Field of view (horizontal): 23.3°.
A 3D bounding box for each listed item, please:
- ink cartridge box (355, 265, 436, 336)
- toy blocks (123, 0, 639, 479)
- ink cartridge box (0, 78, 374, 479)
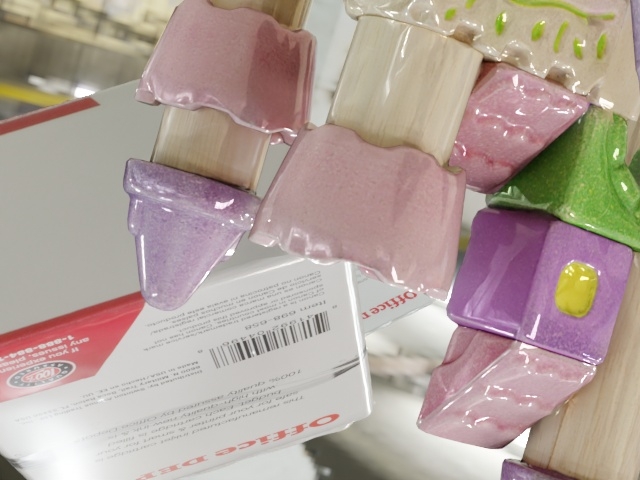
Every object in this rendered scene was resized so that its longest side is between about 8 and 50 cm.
[{"bbox_3d":[0.000,0.000,1.293,0.175,0.127,0.072,39,-140,-31],"label":"ink cartridge box"},{"bbox_3d":[0.106,0.010,0.530,0.289,0.260,0.309,18,177,-34],"label":"toy blocks"},{"bbox_3d":[-0.085,0.034,0.806,0.197,0.114,0.273,-17,156,-3],"label":"ink cartridge box"}]
